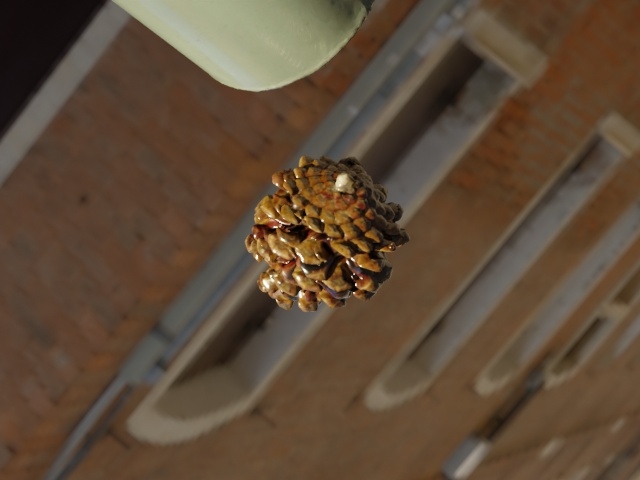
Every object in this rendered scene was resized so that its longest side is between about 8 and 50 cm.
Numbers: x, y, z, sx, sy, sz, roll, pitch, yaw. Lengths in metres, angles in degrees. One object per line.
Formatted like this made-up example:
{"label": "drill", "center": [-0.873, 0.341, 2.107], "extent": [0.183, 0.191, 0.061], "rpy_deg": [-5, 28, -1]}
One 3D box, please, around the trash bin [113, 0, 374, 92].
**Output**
{"label": "trash bin", "center": [-0.145, -0.353, 1.658], "extent": [0.280, 0.280, 0.432], "rpy_deg": [47, -174, 40]}

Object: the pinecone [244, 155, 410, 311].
{"label": "pinecone", "center": [0.000, 0.000, 1.695], "extent": [0.173, 0.173, 0.173], "rpy_deg": [38, -170, -8]}
